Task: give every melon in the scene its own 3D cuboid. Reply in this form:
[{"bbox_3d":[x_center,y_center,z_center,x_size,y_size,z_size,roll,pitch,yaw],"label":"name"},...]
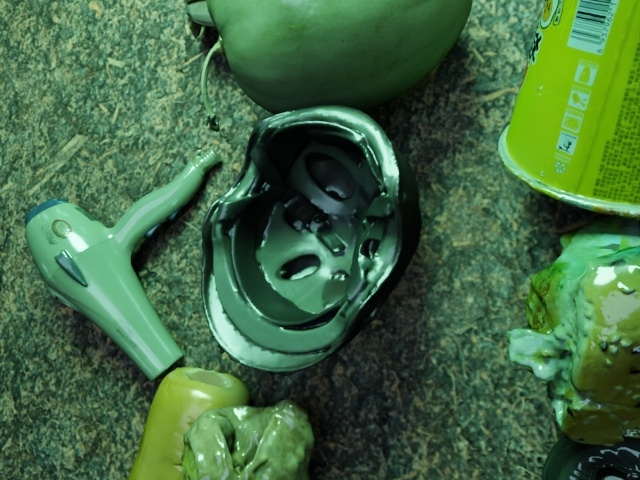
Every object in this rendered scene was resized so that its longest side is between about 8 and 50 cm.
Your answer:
[{"bbox_3d":[0.016,-0.269,0.584,0.309,0.272,0.271,-4,82,-16],"label":"melon"}]

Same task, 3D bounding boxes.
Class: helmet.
[{"bbox_3d":[0.000,0.000,0.599,0.225,0.177,0.305,33,104,23],"label":"helmet"}]

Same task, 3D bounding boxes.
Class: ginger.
[{"bbox_3d":[-0.058,0.315,0.586,0.222,0.130,0.275,8,93,-14],"label":"ginger"}]

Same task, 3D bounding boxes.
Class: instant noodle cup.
[{"bbox_3d":[0.307,-0.167,0.451,0.265,0.264,0.200,6,127,17],"label":"instant noodle cup"}]

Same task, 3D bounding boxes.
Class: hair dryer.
[{"bbox_3d":[-0.244,0.047,0.717,0.299,0.119,0.295,-20,85,1],"label":"hair dryer"}]

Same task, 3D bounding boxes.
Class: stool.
[{"bbox_3d":[0.299,0.253,0.503,0.153,0.139,0.227,-33,77,13],"label":"stool"}]

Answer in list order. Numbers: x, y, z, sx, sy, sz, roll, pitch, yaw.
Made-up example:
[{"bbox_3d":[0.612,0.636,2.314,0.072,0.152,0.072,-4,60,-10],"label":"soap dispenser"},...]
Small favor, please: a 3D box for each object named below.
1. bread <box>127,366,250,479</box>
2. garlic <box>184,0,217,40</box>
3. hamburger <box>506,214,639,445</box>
[{"bbox_3d":[-0.194,0.322,0.668,0.142,0.091,0.304,16,90,12],"label":"bread"},{"bbox_3d":[-0.103,-0.345,0.702,0.194,0.127,0.131,4,81,-3],"label":"garlic"},{"bbox_3d":[0.311,0.062,0.453,0.289,0.167,0.192,-10,122,1],"label":"hamburger"}]
